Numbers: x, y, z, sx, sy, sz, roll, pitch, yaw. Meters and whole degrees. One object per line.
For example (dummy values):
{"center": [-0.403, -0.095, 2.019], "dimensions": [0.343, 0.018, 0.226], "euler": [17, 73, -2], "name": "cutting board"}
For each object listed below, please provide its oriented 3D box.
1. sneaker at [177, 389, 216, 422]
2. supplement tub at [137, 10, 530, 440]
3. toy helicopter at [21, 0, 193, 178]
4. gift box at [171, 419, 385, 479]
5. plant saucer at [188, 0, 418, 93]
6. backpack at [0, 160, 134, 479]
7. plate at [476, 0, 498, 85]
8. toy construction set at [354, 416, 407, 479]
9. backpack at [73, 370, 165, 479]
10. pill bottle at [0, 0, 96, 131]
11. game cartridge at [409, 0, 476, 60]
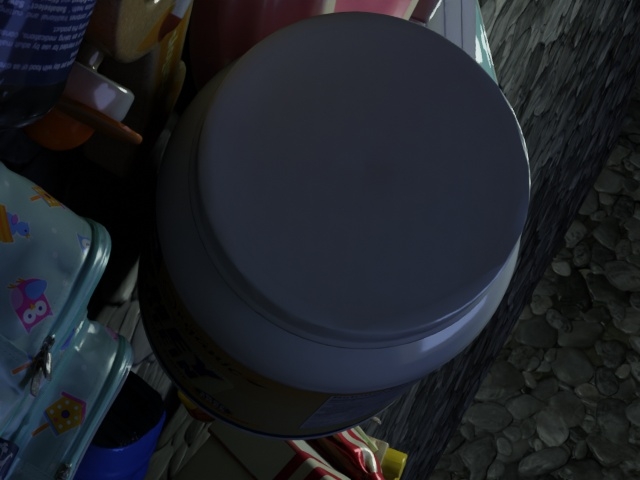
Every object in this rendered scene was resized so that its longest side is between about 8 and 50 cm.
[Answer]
{"center": [-0.066, 0.084, 1.380], "dimensions": [0.175, 0.064, 0.067], "euler": [-63, 159, -15], "name": "sneaker"}
{"center": [0.000, 0.000, 1.008], "dimensions": [0.228, 0.228, 0.316], "euler": [-60, 180, -18], "name": "supplement tub"}
{"center": [-0.095, -0.117, 0.817], "dimensions": [0.355, 0.140, 0.235], "euler": [114, 0, -65], "name": "toy helicopter"}
{"center": [-0.016, 0.305, 1.406], "dimensions": [0.258, 0.255, 0.276], "euler": [-49, 150, 1], "name": "gift box"}
{"center": [0.021, -0.230, 1.121], "dimensions": [0.332, 0.084, 0.332], "euler": [-57, 163, -27], "name": "plant saucer"}
{"center": [-0.175, 0.056, 0.735], "dimensions": [0.166, 0.144, 0.188], "euler": [-15, -128, 61], "name": "backpack"}
{"center": [0.159, -0.199, 1.561], "dimensions": [0.188, 0.024, 0.188], "euler": [-13, 90, -83], "name": "plate"}
{"center": [0.026, 0.272, 1.671], "dimensions": [0.257, 0.237, 0.309], "euler": [-55, 162, -33], "name": "toy construction set"}
{"center": [-0.162, 0.118, 0.972], "dimensions": [0.098, 0.120, 0.101], "euler": [-44, 155, -56], "name": "backpack"}
{"center": [-0.146, -0.121, 0.614], "dimensions": [0.219, 0.123, 0.123], "euler": [-66, 166, 18], "name": "pill bottle"}
{"center": [0.078, -0.082, 1.416], "dimensions": [0.230, 0.068, 0.355], "euler": [-55, 156, -29], "name": "game cartridge"}
